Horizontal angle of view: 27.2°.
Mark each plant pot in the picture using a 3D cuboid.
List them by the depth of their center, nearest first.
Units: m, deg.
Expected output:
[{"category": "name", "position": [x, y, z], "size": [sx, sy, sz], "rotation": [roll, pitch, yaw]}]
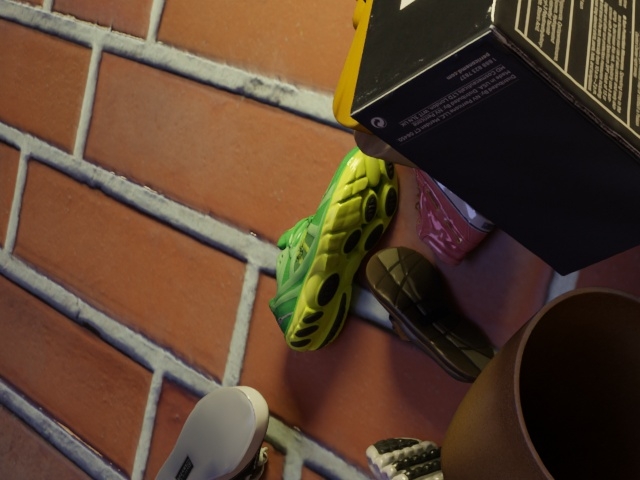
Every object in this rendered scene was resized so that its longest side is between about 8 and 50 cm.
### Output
[{"category": "plant pot", "position": [0.233, 0.202, 1.337], "size": [0.254, 0.237, 0.237], "rotation": [-44, 55, 56]}]

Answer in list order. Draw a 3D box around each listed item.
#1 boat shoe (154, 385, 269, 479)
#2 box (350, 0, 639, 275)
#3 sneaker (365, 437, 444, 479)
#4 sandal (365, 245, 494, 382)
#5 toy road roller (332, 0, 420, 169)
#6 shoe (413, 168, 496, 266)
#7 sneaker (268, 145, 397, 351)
[{"category": "boat shoe", "position": [-0.129, 0.298, 1.817], "size": [0.113, 0.105, 0.306], "rotation": [56, 133, 30]}, {"category": "box", "position": [0.205, -0.175, 1.233], "size": [0.183, 0.294, 0.296], "rotation": [-29, 38, 42]}, {"category": "sneaker", "position": [0.147, 0.325, 1.502], "size": [0.292, 0.110, 0.118], "rotation": [36, 123, 45]}, {"category": "sandal", "position": [0.125, 0.094, 1.569], "size": [0.219, 0.090, 0.060], "rotation": [49, 145, 31]}, {"category": "toy road roller", "position": [0.123, -0.254, 1.496], "size": [0.240, 0.203, 0.329], "rotation": [33, 108, 58]}, {"category": "shoe", "position": [0.132, -0.054, 1.565], "size": [0.081, 0.063, 0.178], "rotation": [-52, 56, 27]}, {"category": "sneaker", "position": [0.000, 0.000, 1.680], "size": [0.123, 0.109, 0.295], "rotation": [43, 119, 37]}]
